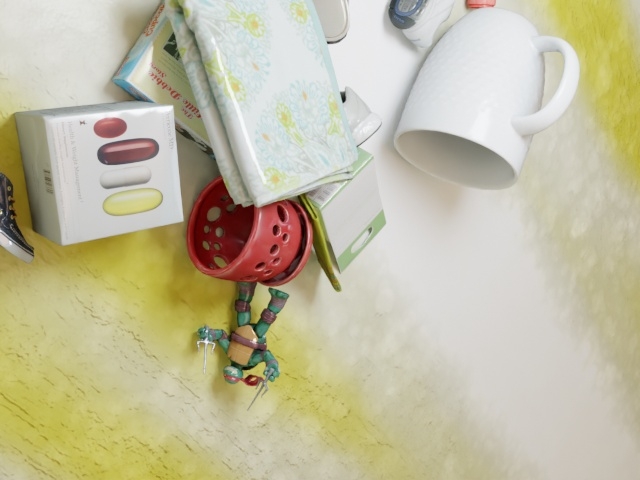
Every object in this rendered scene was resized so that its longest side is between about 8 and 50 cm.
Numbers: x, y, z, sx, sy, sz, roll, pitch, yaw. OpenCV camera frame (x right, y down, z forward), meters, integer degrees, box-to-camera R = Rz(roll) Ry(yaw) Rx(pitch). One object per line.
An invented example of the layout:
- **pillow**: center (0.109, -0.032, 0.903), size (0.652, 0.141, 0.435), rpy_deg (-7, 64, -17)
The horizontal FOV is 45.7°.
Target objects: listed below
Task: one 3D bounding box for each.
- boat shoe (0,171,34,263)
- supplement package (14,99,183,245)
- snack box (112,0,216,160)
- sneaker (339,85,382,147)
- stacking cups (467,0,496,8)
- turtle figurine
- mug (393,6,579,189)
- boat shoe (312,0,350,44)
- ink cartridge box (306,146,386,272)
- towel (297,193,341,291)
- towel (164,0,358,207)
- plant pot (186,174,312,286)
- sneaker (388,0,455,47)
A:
- **boat shoe**: center (-0.487, -0.048, 1.157), size (0.083, 0.065, 0.183), rpy_deg (-50, 126, -17)
- **supplement package**: center (-0.347, -0.114, 1.201), size (0.203, 0.149, 0.194), rpy_deg (-15, 109, -35)
- **snack box**: center (-0.188, -0.263, 1.351), size (0.322, 0.060, 0.187), rpy_deg (38, 74, -38)
- **sneaker**: center (-0.004, -0.201, 1.511), size (0.262, 0.099, 0.121), rpy_deg (-45, 105, -21)
- **stacking cups**: center (0.376, -0.684, 1.701), size (0.096, 0.096, 0.316), rpy_deg (-11, 111, -37)
- **turtle figurine**: center (-0.149, 0.195, 1.465), size (0.175, 0.118, 0.234), rpy_deg (19, 86, 0)
- **mug**: center (0.369, -0.312, 1.593), size (0.276, 0.374, 0.328), rpy_deg (30, 75, -35)
- **boat shoe**: center (0.000, -0.541, 1.433), size (0.112, 0.095, 0.335), rpy_deg (-5, 103, -1)
- **ink cartridge box**: center (0.058, -0.061, 1.608), size (0.171, 0.056, 0.235), rpy_deg (-47, 149, -20)
- **towel**: center (0.000, 0.000, 1.496), size (0.021, 0.102, 0.237), rpy_deg (-26, 140, -7)
- **towel**: center (-0.081, -0.256, 1.305), size (0.320, 0.090, 0.374), rpy_deg (-24, 96, -54)
- **plant pot**: center (-0.120, -0.013, 1.387), size (0.174, 0.191, 0.191), rpy_deg (16, 90, -46)
- **sneaker**: center (0.249, -0.550, 1.629), size (0.297, 0.111, 0.129), rpy_deg (-58, 144, -8)
